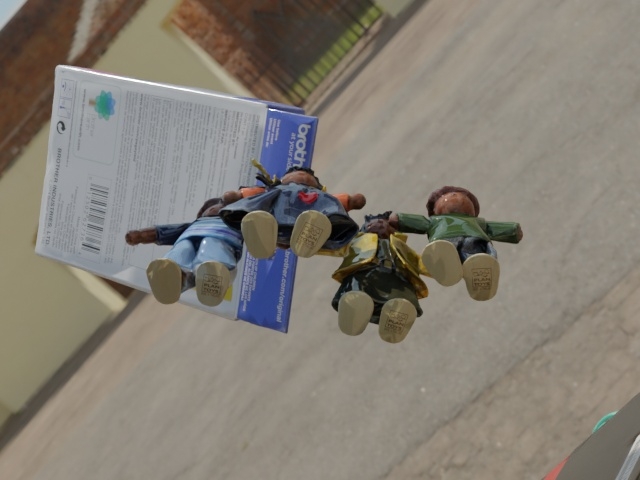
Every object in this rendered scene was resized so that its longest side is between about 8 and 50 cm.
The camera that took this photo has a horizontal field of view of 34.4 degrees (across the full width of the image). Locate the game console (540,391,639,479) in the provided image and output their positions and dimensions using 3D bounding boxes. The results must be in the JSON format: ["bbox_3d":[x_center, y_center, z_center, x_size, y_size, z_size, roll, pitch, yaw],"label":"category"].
[{"bbox_3d":[0.110,0.235,0.625,0.342,0.060,0.386,-51,-12,29],"label":"game console"}]

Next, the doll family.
[{"bbox_3d":[0.000,0.000,0.516,0.111,0.193,0.076,-82,7,-67],"label":"doll family"}]

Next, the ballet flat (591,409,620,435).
[{"bbox_3d":[0.255,0.261,0.887,0.083,0.087,0.247,25,108,46],"label":"ballet flat"}]

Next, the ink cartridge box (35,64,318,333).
[{"bbox_3d":[-0.125,-0.044,0.920,0.065,0.311,0.185,-3,-76,-53],"label":"ink cartridge box"}]
